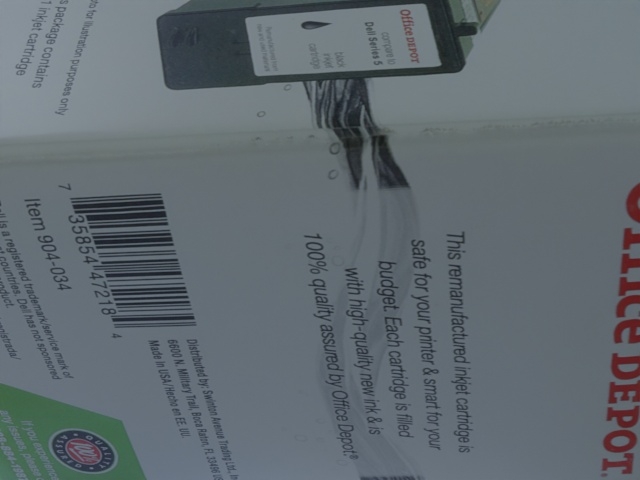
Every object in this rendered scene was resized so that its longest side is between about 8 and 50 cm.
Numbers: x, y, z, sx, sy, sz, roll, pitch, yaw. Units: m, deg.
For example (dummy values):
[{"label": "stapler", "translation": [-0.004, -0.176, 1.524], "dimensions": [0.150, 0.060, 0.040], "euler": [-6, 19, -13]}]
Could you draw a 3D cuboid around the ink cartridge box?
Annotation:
[{"label": "ink cartridge box", "translation": [0.000, 0.000, 0.450], "dimensions": [0.198, 0.272, 0.115], "euler": [81, -171, -46]}]
